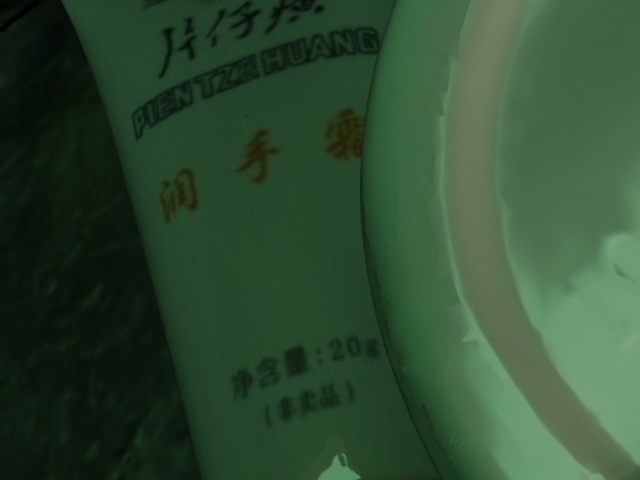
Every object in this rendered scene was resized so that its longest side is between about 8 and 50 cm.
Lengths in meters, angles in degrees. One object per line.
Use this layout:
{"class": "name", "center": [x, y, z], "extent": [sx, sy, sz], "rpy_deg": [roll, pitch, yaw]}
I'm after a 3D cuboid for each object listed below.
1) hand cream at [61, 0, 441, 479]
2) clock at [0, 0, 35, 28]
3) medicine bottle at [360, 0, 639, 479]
{"class": "hand cream", "center": [0.000, 0.000, 0.623], "extent": [0.139, 0.089, 0.314], "rpy_deg": [-21, 61, 10]}
{"class": "clock", "center": [-0.196, -0.218, 0.761], "extent": [0.312, 0.061, 0.313], "rpy_deg": [-5, 73, 17]}
{"class": "medicine bottle", "center": [0.158, 0.008, 0.474], "extent": [0.252, 0.241, 0.252], "rpy_deg": [-5, 74, 17]}
